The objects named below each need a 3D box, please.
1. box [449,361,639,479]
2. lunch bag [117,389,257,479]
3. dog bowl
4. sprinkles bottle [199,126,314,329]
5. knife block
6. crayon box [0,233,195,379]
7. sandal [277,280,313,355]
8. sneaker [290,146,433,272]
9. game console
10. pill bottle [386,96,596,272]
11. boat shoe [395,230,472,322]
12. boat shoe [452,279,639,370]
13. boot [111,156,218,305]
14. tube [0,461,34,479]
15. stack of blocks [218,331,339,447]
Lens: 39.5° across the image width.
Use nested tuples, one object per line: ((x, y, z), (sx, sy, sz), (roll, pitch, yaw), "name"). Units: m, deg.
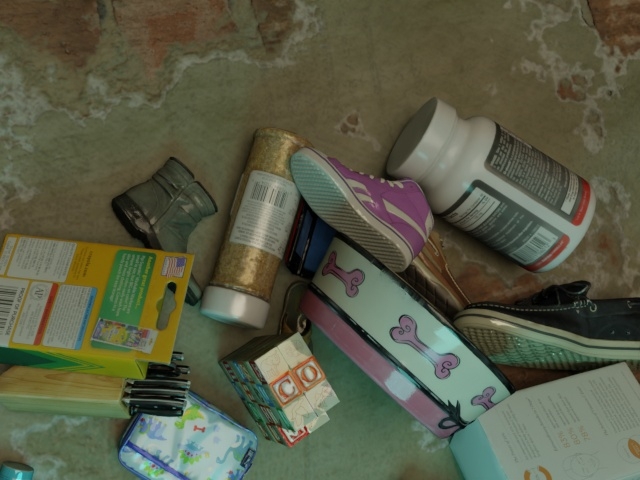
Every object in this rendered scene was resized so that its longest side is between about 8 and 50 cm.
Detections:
((0.452, 0.393, 1.666), (0.345, 0.168, 0.215), (-11, 53, -18), "box")
((-0.232, 0.362, 1.547), (0.219, 0.090, 0.176), (37, 77, -9), "lunch bag")
((0.132, 0.173, 1.533), (0.408, 0.408, 0.150), (42, 88, -8), "dog bowl")
((-0.111, -0.022, 1.612), (0.121, 0.121, 0.355), (19, 78, -14), "sprinkles bottle")
((-0.357, 0.250, 1.467), (0.275, 0.088, 0.242), (-37, 64, -18), "knife block")
((-0.376, 0.109, 1.451), (0.322, 0.083, 0.203), (6, 59, 5), "crayon box")
((-0.041, 0.162, 1.649), (0.072, 0.049, 0.180), (8, 81, -16), "sandal")
((0.082, -0.086, 1.599), (0.282, 0.102, 0.161), (44, 56, -5), "sneaker")
((0.000, 0.000, 1.666), (0.085, 0.124, 0.144), (13, 78, 12), "game console")
((0.324, -0.109, 1.709), (0.363, 0.210, 0.210), (31, 76, -11), "pill bottle")
((0.191, 0.028, 1.702), (0.324, 0.123, 0.116), (48, 64, -10), "boat shoe")
((0.459, 0.159, 1.721), (0.500, 0.187, 0.156), (8, 69, -27), "boat shoe")
((-0.244, -0.020, 1.597), (0.161, 0.083, 0.246), (-36, 96, -23), "boot")
((-0.528, 0.472, 1.465), (0.080, 0.052, 0.207), (17, 84, -9), "tube")
((-0.067, 0.252, 1.500), (0.087, 0.297, 0.171), (-32, 92, -18), "stack of blocks")
